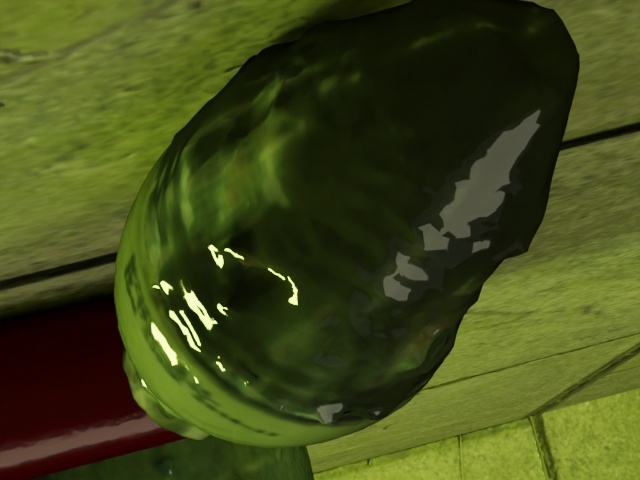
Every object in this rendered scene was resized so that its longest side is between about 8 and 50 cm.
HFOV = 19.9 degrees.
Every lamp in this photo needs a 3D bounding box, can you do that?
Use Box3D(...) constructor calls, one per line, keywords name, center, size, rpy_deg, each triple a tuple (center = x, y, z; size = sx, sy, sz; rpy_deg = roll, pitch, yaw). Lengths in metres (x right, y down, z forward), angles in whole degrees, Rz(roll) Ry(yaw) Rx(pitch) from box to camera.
Box3D(name="lamp", center=(0.000, 0.000, 0.494), size=(0.101, 0.101, 0.250), rpy_deg=(-10, 162, -27))

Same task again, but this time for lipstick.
Box3D(name="lipstick", center=(-0.144, 0.071, 0.761), size=(0.279, 0.073, 0.073), rpy_deg=(-14, 170, -9))

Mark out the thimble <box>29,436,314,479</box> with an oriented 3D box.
Box3D(name="thimble", center=(-0.103, 0.153, 0.985), size=(0.204, 0.172, 0.250), rpy_deg=(-5, 168, -36))
